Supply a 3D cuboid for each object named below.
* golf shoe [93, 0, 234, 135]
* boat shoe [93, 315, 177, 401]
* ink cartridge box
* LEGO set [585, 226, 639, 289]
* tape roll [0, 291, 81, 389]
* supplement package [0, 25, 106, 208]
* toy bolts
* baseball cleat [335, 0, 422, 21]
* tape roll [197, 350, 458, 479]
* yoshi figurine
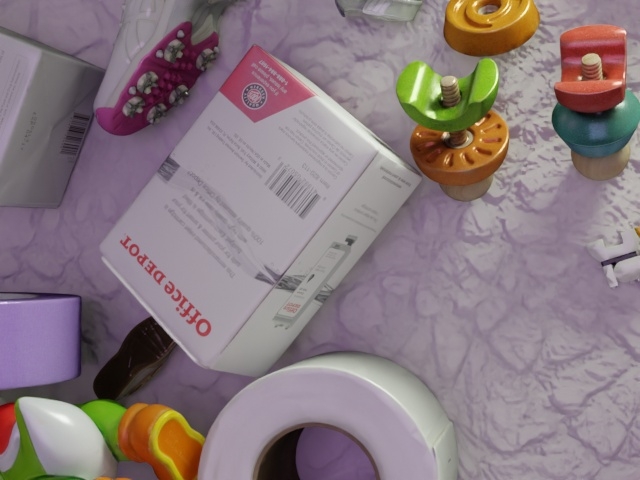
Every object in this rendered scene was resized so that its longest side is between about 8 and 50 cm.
[{"bbox_3d":[-0.171,-0.261,1.310,0.140,0.115,0.306,34,91,21],"label":"golf shoe"},{"bbox_3d":[-0.199,0.129,1.337,0.135,0.045,0.050,-42,74,13],"label":"boat shoe"},{"bbox_3d":[-0.067,-0.028,1.244,0.207,0.117,0.283,43,100,29],"label":"ink cartridge box"},{"bbox_3d":[0.388,0.012,1.184,0.227,0.087,0.093,-18,86,13],"label":"LEGO set"},{"bbox_3d":[-0.394,0.103,1.263,0.275,0.275,0.090,1,90,13],"label":"tape roll"},{"bbox_3d":[-0.423,-0.170,1.321,0.293,0.175,0.177,23,96,12],"label":"supplement package"},{"bbox_3d":[0.218,-0.143,1.225,0.229,0.158,0.218,4,50,22],"label":"toy bolts"},{"bbox_3d":[0.108,-0.297,1.266,0.206,0.072,0.109,-18,100,17],"label":"baseball cleat"},{"bbox_3d":[0.013,0.242,1.225,0.246,0.169,0.246,0,89,12],"label":"tape roll"},{"bbox_3d":[-0.299,0.253,1.251,0.362,0.204,0.202,4,89,28],"label":"yoshi figurine"}]
